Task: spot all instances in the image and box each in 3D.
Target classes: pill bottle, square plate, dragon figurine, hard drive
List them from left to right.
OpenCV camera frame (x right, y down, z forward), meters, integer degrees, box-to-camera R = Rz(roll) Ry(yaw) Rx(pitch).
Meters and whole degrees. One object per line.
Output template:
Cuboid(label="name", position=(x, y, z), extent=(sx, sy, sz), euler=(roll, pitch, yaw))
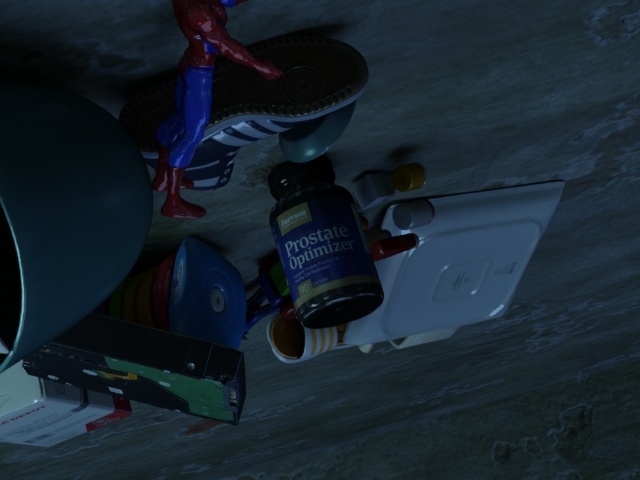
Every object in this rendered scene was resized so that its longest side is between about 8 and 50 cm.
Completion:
Cuboid(label="hard drive", position=(-0.276, 0.177, 1.679), extent=(0.339, 0.064, 0.237), euler=(14, 158, 4))
Cuboid(label="dragon figurine", position=(-0.164, 0.124, 1.953), extent=(0.289, 0.085, 0.144), euler=(-10, 157, -31))
Cuboid(label="pill bottle", position=(0.000, 0.000, 1.580), extent=(0.122, 0.219, 0.123), euler=(-15, 159, -6))
Cuboid(label="square plate", position=(0.233, 0.052, 1.995), extent=(0.344, 0.049, 0.347), euler=(-8, 139, -23))

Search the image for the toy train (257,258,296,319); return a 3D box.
Cuboid(label="toy train", position=(0.026, 0.053, 1.931), extent=(0.248, 0.105, 0.143), euler=(6, 136, -48))

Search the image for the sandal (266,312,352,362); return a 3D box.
Cuboid(label="sandal", position=(0.009, 0.159, 2.183), extent=(0.265, 0.102, 0.076), euler=(-8, 158, -46))

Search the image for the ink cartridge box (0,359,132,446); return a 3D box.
Cuboid(label="ink cartridge box", position=(-0.494, 0.275, 2.041), extent=(0.197, 0.114, 0.273), euler=(-23, 160, 17))

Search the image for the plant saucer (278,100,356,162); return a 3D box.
Cuboid(label="plant saucer", position=(-0.010, -0.148, 1.357), extent=(0.119, 0.119, 0.021), euler=(-30, 135, 31))

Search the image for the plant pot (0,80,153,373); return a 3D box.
Cuboid(label="plant pot", position=(-0.314, -0.030, 1.185), extent=(0.293, 0.293, 0.235), euler=(-36, 174, 40))

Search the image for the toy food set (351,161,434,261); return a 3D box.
Cuboid(label="toy food set", position=(0.102, -0.037, 1.734), extent=(0.104, 0.111, 0.232), euler=(-14, 162, -45))

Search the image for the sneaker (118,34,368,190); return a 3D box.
Cuboid(label="sneaker", position=(-0.080, -0.141, 1.332), extent=(0.282, 0.099, 0.153), euler=(-16, 160, 0))

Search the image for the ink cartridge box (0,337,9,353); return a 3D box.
Cuboid(label="ink cartridge box", position=(-0.442, -0.008, 1.093), extent=(0.296, 0.066, 0.261), euler=(-2, 133, 37))

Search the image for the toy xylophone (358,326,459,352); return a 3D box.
Cuboid(label="toy xylophone", position=(0.201, 0.121, 2.204), extent=(0.236, 0.081, 0.323), euler=(-6, 152, -32))

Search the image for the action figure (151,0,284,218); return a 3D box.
Cuboid(label="action figure", position=(-0.092, -0.164, 1.173), extent=(0.139, 0.091, 0.280), euler=(-5, 126, -21))

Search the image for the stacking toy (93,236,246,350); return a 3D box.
Cuboid(label="stacking toy", position=(-0.280, 0.112, 1.789), extent=(0.302, 0.175, 0.166), euler=(-10, 150, 29))
